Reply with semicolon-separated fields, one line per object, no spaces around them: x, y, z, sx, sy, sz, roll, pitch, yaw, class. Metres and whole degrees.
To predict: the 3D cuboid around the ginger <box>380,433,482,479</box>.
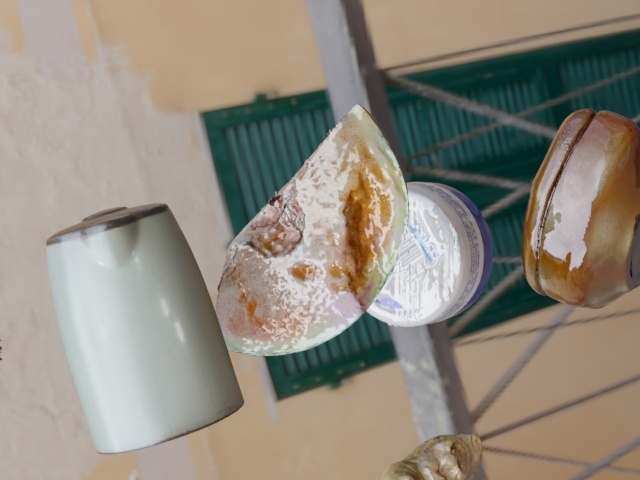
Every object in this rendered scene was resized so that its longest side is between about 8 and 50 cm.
0.122;0.260;1.403;0.074;0.137;0.213;42;174;23;ginger

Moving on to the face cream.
0.133;0.020;1.814;0.206;0.111;0.205;4;98;31;face cream

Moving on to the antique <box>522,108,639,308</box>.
0.325;-0.028;1.468;0.129;0.223;0.278;23;148;26;antique

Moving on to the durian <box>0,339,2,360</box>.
-0.525;0.128;1.767;0.137;0.158;0.168;-113;17;-83;durian

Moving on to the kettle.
-0.194;0.081;1.338;0.221;0.161;0.236;-164;56;-82;kettle

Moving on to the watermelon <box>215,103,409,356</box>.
0.005;0.005;1.537;0.175;0.188;0.322;43;101;-2;watermelon
